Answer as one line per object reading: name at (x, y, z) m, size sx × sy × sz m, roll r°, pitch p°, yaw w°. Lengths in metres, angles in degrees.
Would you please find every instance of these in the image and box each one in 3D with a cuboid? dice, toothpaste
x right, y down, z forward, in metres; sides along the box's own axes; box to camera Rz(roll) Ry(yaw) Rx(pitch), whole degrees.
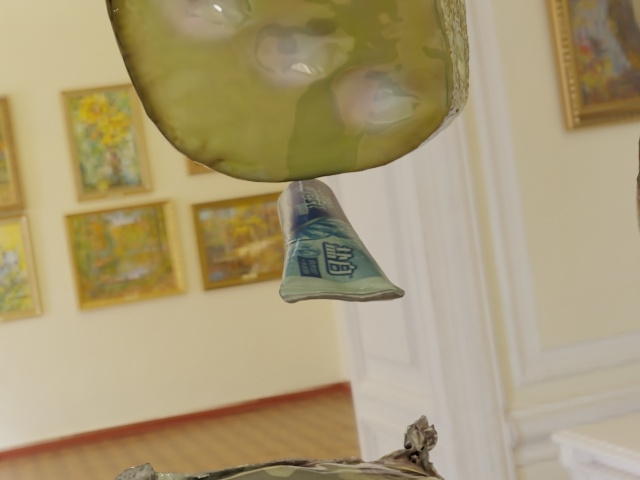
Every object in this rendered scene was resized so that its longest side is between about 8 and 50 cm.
dice at (-0.017, -0.201, 0.840) m, size 0.238 × 0.233 × 0.227 m, roll -6°, pitch 43°, yaw 12°
toothpaste at (-0.001, -0.001, 0.796) m, size 0.069 × 0.047 × 0.268 m, roll 31°, pitch 11°, yaw -14°

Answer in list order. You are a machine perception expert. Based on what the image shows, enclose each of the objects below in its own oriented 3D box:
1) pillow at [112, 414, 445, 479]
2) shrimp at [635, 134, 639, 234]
pillow at (0.048, 0.140, 0.362) m, size 0.169 × 0.059 × 0.255 m, roll -8°, pitch 23°, yaw -33°
shrimp at (0.186, -0.104, 0.480) m, size 0.058 × 0.296 × 0.169 m, roll 22°, pitch 50°, yaw 34°
